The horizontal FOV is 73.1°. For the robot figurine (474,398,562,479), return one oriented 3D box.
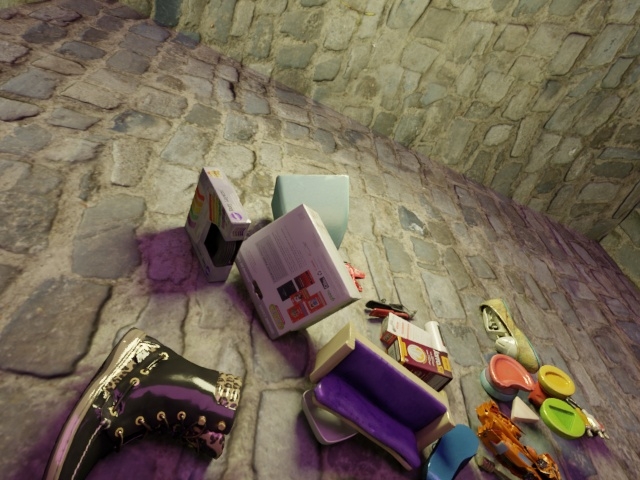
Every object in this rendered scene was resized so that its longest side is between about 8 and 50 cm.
[{"bbox_3d":[0.568,0.606,1.225,0.291,0.085,0.211,43,19,6],"label":"robot figurine"}]

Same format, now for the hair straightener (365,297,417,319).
[{"bbox_3d":[0.254,0.235,1.541,0.230,0.047,0.089,9,39,-30],"label":"hair straightener"}]

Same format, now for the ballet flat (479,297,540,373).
[{"bbox_3d":[0.721,0.371,1.690,0.123,0.123,0.348,16,36,-22],"label":"ballet flat"}]

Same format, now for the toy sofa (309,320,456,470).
[{"bbox_3d":[0.157,0.390,1.084,0.362,0.150,0.177,39,21,-10],"label":"toy sofa"}]

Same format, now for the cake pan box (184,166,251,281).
[{"bbox_3d":[-0.312,-0.044,1.284,0.070,0.245,0.267,-4,48,-37],"label":"cake pan box"}]

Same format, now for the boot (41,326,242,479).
[{"bbox_3d":[-0.323,0.361,0.844,0.284,0.138,0.377,24,28,-10],"label":"boot"}]

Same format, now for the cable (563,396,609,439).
[{"bbox_3d":[0.938,0.598,1.581,0.139,0.072,0.287,21,34,-25],"label":"cable"}]

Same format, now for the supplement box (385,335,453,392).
[{"bbox_3d":[0.307,0.386,1.351,0.188,0.081,0.104,22,34,-14],"label":"supplement box"}]

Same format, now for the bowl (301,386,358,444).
[{"bbox_3d":[0.024,0.439,1.083,0.142,0.053,0.142,-1,44,-39],"label":"bowl"}]

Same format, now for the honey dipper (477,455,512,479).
[{"bbox_3d":[0.514,0.659,1.205,0.161,0.030,0.030,34,33,0],"label":"honey dipper"}]

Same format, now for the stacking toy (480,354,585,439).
[{"bbox_3d":[0.690,0.538,1.430,0.309,0.130,0.279,16,33,-2],"label":"stacking toy"}]

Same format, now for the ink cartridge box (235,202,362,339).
[{"bbox_3d":[-0.076,0.097,1.275,0.309,0.272,0.130,63,12,15],"label":"ink cartridge box"}]

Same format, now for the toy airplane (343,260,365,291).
[{"bbox_3d":[0.120,0.132,1.587,0.151,0.028,0.151,35,23,-17],"label":"toy airplane"}]

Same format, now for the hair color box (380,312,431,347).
[{"bbox_3d":[0.287,0.323,1.447,0.167,0.053,0.093,29,34,-5],"label":"hair color box"}]

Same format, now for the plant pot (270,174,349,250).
[{"bbox_3d":[-0.032,-0.060,1.496,0.247,0.248,0.252,-2,71,-12],"label":"plant pot"}]

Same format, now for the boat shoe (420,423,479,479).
[{"bbox_3d":[0.322,0.565,1.126,0.258,0.089,0.109,-7,40,-45],"label":"boat shoe"}]

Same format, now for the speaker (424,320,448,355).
[{"bbox_3d":[0.400,0.349,1.500,0.055,0.055,0.136,21,34,-15],"label":"speaker"}]
